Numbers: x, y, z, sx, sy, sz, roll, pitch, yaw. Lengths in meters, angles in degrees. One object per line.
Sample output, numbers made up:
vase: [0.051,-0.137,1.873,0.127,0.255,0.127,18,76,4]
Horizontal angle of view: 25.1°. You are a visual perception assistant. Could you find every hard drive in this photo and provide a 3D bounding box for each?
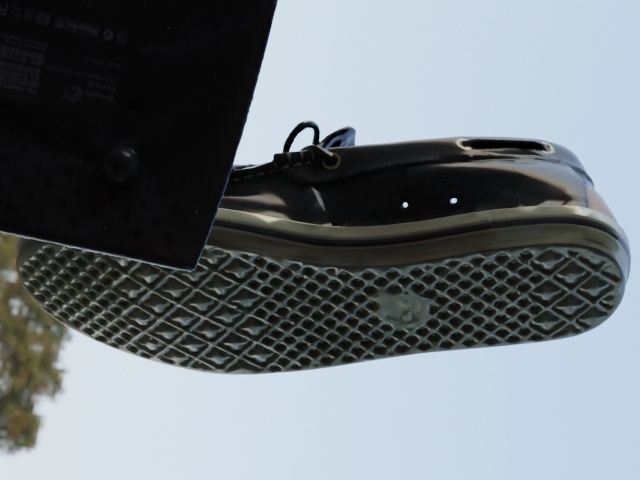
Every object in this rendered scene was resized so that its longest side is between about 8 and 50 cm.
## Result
hard drive: [-0.097,-0.126,0.558,0.054,0.172,0.255,143,-42,-84]

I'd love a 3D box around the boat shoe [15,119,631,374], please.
boat shoe: [0.000,0.000,1.202,0.187,0.500,0.156,82,5,-47]
